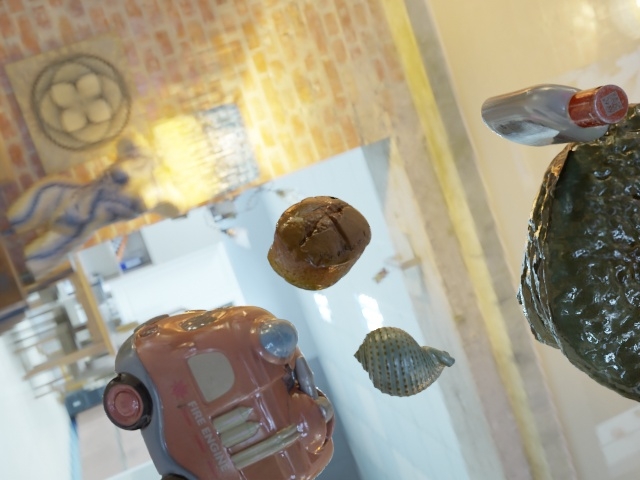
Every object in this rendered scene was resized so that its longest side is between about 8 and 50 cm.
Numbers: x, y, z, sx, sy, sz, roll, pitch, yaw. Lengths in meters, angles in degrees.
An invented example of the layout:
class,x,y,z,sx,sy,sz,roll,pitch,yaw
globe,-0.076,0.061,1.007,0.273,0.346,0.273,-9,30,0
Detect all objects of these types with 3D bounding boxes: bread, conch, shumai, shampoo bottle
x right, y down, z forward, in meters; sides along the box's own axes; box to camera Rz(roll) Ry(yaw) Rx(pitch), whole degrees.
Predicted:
class,x,y,z,sx,sy,sz,roll,pitch,yaw
bread,0.000,0.000,2.054,0.195,0.270,0.142,37,-54,16
conch,0.168,0.266,1.906,0.200,0.131,0.172,21,-32,12
shumai,0.407,0.040,1.221,0.323,0.324,0.397,119,-19,-71
shampoo bottle,0.270,-0.144,1.037,0.051,0.108,0.221,-69,-165,-4

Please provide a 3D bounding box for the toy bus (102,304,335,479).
class,x,y,z,sx,sy,sz,roll,pitch,yaw
toy bus,-0.106,0.205,1.122,0.287,0.232,0.194,65,25,3
